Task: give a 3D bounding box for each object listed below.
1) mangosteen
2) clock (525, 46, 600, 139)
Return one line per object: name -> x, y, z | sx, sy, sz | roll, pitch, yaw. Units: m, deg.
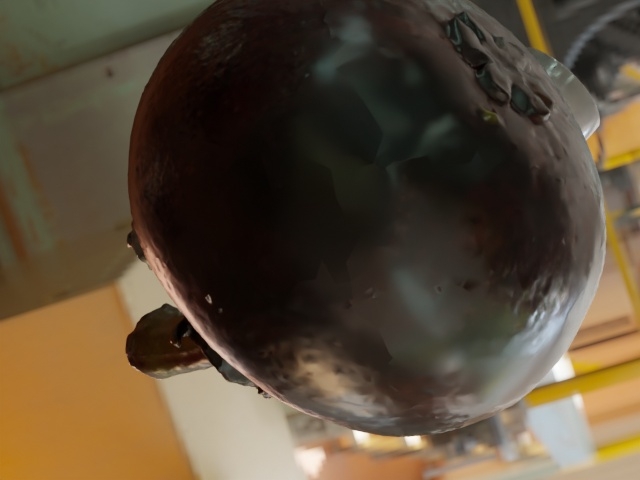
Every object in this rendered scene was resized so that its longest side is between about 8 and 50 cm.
mangosteen -> 0.000, 0.000, 0.830 | 0.235, 0.261, 0.235 | 36, 29, -24
clock -> 0.116, -0.072, 1.000 | 0.087, 0.041, 0.129 | 41, -14, 14
